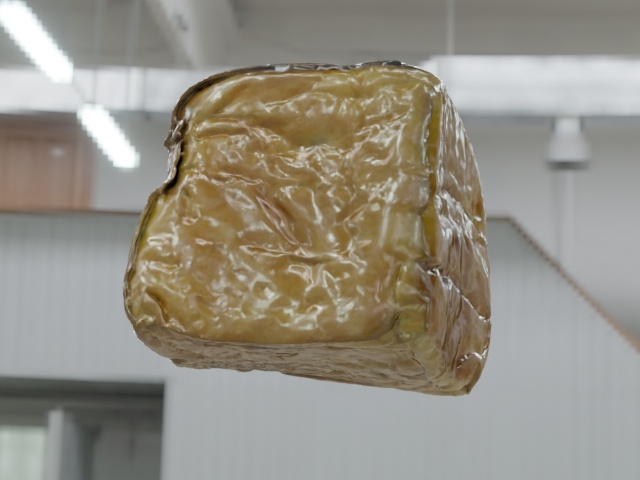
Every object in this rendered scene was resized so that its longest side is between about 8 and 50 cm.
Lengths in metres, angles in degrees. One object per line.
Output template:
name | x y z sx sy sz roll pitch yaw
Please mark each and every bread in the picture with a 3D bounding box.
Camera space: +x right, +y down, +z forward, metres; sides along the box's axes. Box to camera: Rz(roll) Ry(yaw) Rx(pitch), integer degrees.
bread | 0.000 0.000 0.910 0.158 0.143 0.149 1 -18 21
